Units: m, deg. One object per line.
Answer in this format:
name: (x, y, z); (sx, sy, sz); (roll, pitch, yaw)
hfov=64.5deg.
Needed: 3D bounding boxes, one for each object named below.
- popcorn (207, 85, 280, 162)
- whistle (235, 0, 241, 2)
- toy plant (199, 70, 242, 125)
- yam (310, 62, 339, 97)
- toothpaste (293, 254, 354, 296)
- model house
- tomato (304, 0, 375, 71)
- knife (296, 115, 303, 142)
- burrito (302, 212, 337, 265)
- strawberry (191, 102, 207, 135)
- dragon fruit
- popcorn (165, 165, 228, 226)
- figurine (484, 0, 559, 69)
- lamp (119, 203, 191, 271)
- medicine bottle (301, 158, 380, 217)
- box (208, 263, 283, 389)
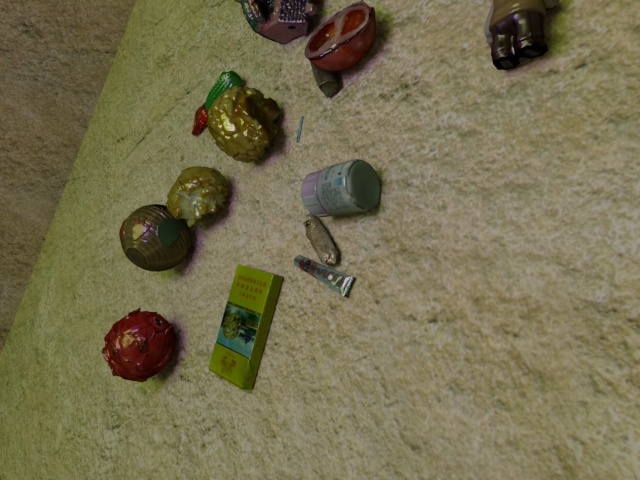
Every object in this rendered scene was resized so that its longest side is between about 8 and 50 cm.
popcorn: (-0.235, -0.372, 1.633); (0.252, 0.206, 0.236); (20, 75, 36)
whistle: (-0.287, -1.022, 1.989); (0.223, 0.123, 0.122); (-31, 54, 16)
toy plant: (-0.377, -0.525, 1.906); (0.155, 0.088, 0.240); (36, 103, 45)
yam: (0.010, -0.510, 1.527); (0.068, 0.068, 0.169); (-32, 54, 33)
toothpaste: (0.006, 0.087, 1.334); (0.205, 0.036, 0.056); (24, 91, 43)
model house: (-0.107, -0.807, 1.653); (0.238, 0.202, 0.236); (-1, 75, 46)
tomato: (0.074, -0.568, 1.449); (0.228, 0.112, 0.199); (-15, 50, 33)
knife: (-0.065, -0.349, 1.586); (0.014, 0.005, 0.090); (-3, 74, 44)
burrito: (-0.001, 0.000, 1.363); (0.058, 0.045, 0.188); (-53, 47, 27)
strawberry: (-0.479, -0.489, 2.027); (0.152, 0.048, 0.104); (-57, 41, 9)
dragon fruit: (-0.616, 0.358, 1.725); (0.241, 0.241, 0.252); (19, 78, 47)
popcorn: (-0.425, -0.160, 1.750); (0.221, 0.183, 0.204); (-34, 15, 26)
figurine: (0.428, -0.562, 1.078); (0.218, 0.207, 0.364); (-11, 92, 66)
lamp: (-0.574, -0.023, 1.830); (0.250, 0.250, 0.284); (-17, 26, 41)
medicine bottle: (0.049, -0.129, 1.297); (0.169, 0.135, 0.135); (-10, 69, 44)
box: (-0.224, 0.248, 1.497); (0.187, 0.047, 0.334); (10, 84, 46)
